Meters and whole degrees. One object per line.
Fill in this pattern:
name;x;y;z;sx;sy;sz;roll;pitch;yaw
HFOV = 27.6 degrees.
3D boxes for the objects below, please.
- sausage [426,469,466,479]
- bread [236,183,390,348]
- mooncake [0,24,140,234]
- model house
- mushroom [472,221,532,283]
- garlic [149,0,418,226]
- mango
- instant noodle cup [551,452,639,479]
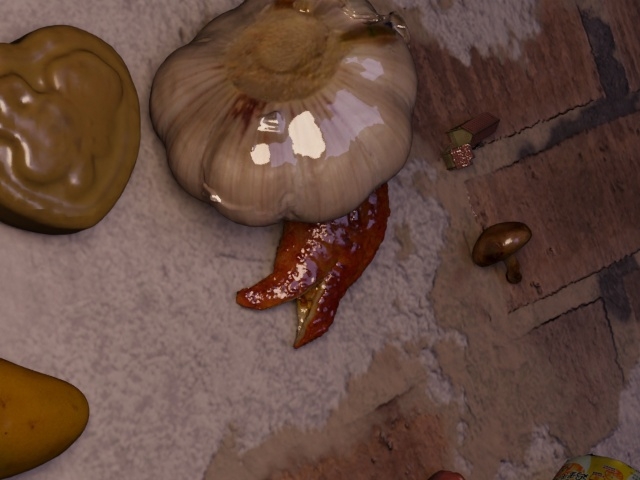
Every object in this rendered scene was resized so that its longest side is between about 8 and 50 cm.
sausage;0.158;0.345;1.739;0.054;0.059;0.094;47;61;0
bread;0.008;0.001;1.654;0.139;0.095;0.269;33;69;-21
mooncake;-0.302;-0.115;1.426;0.235;0.117;0.234;9;75;-37
model house;0.213;-0.141;1.849;0.083;0.058;0.057;-29;101;-36
mushroom;0.258;0.016;1.859;0.088;0.073;0.129;-40;149;-14
garlic;-0.039;-0.154;1.530;0.241;0.322;0.322;47;57;-44
mango;-0.352;0.181;1.344;0.253;0.113;0.138;-2;85;-39
instant noodle cup;0.380;0.408;1.824;0.205;0.205;0.153;56;46;-17
